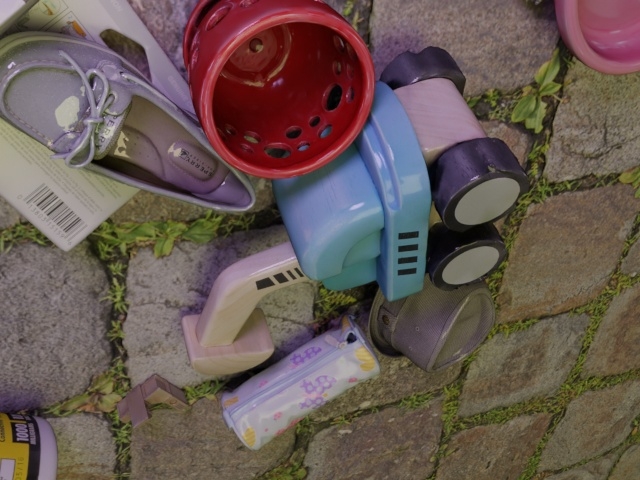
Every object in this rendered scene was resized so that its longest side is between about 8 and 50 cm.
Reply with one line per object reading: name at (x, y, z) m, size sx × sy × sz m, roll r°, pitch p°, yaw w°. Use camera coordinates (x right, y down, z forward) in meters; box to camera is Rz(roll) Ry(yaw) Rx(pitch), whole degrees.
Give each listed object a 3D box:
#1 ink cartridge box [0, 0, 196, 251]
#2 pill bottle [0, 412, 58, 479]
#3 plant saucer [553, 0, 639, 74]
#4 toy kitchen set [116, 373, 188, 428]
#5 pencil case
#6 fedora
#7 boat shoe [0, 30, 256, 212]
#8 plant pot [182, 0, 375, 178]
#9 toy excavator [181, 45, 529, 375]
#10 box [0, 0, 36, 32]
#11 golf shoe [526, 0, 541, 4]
ink cartridge box at (-0.284, -0.155, 0.769) m, size 0.239 × 0.060 × 0.275 m, roll -43°, pitch 134°, yaw -9°
pill bottle at (-0.542, 0.312, 0.924) m, size 0.333 × 0.188 × 0.188 m, roll 17°, pitch 117°, yaw -36°
plant saucer at (0.432, -0.386, 0.917) m, size 0.332 × 0.084 × 0.332 m, roll -16°, pitch 131°, yaw -20°
toy kitchen set at (-0.265, 0.274, 1.117) m, size 0.083 × 0.068 × 0.075 m, roll -38°, pitch 133°, yaw 6°
pencil case at (-0.030, 0.237, 1.168) m, size 0.273 × 0.113 × 0.124 m, roll -33°, pitch 170°, yaw 3°
fedora at (0.207, 0.117, 1.171) m, size 0.243 × 0.124 × 0.275 m, roll -7°, pitch 128°, yaw -36°
boat shoe at (-0.195, -0.110, 0.737) m, size 0.118 × 0.103 × 0.320 m, roll -53°, pitch 141°, yaw 6°
plant pot at (-0.059, -0.190, 0.773) m, size 0.191 × 0.174 × 0.191 m, roll -15°, pitch 132°, yaw -17°
toy excavator at (0.000, 0.000, 0.942) m, size 0.445 × 0.222 × 0.433 m, roll -16°, pitch 147°, yaw -6°
box at (-0.353, -0.227, 0.578) m, size 0.182 × 0.119 × 0.181 m, roll -44°, pitch 116°, yaw -8°
golf shoe at (0.274, -0.382, 0.867) m, size 0.086 × 0.069 × 0.176 m, roll -35°, pitch 137°, yaw -10°
